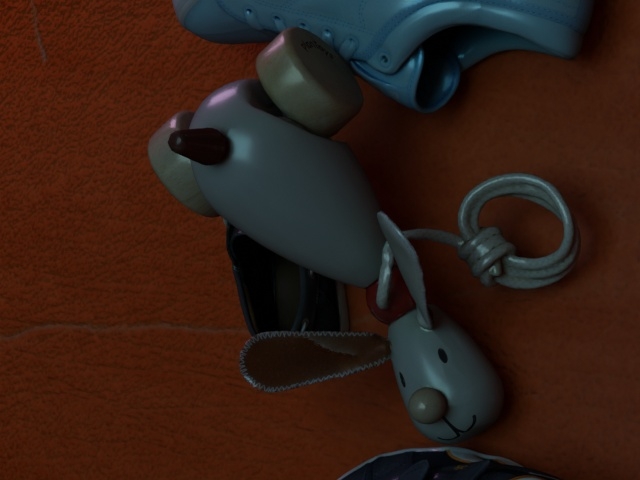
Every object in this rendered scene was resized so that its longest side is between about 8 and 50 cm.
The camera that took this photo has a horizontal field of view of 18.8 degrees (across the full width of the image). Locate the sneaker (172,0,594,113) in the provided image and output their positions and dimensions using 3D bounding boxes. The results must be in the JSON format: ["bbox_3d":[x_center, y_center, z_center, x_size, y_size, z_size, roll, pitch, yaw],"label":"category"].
[{"bbox_3d":[0.036,-0.168,1.457,0.366,0.135,0.150,-7,76,36],"label":"sneaker"}]

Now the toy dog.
[{"bbox_3d":[0.000,0.000,1.382,0.333,0.161,0.220,35,114,16],"label":"toy dog"}]

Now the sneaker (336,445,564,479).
[{"bbox_3d":[0.107,0.210,1.356,0.321,0.127,0.126,0,85,37],"label":"sneaker"}]

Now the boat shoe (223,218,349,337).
[{"bbox_3d":[-0.037,-0.014,1.521,0.084,0.079,0.233,-24,69,32],"label":"boat shoe"}]
